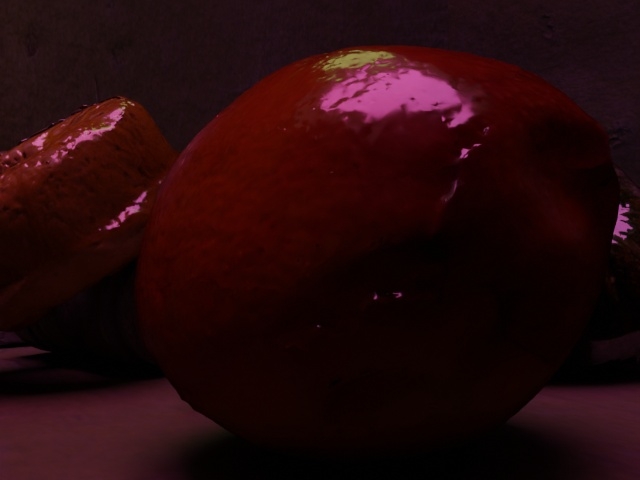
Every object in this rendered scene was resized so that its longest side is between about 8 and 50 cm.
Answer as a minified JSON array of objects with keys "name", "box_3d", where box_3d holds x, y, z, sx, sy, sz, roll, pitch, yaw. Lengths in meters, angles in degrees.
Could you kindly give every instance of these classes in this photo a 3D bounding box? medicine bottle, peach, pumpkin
[{"name":"medicine bottle","box_3d":[-0.261,0.075,1.182,0.151,0.151,0.322,-4,2,-40]},{"name":"peach","box_3d":[0.041,0.008,0.690,0.372,0.290,0.372,-5,0,0]},{"name":"pumpkin","box_3d":[0.244,0.031,1.010,0.260,0.189,0.260,-1,44,1]}]

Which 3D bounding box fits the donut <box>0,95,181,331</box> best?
[{"name":"donut","box_3d":[-0.307,-0.033,1.075,0.299,0.150,0.317,-14,27,36]}]

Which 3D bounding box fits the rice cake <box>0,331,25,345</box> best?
[{"name":"rice cake","box_3d":[-0.353,0.122,1.438,0.298,0.050,0.106,-3,1,-17]}]
